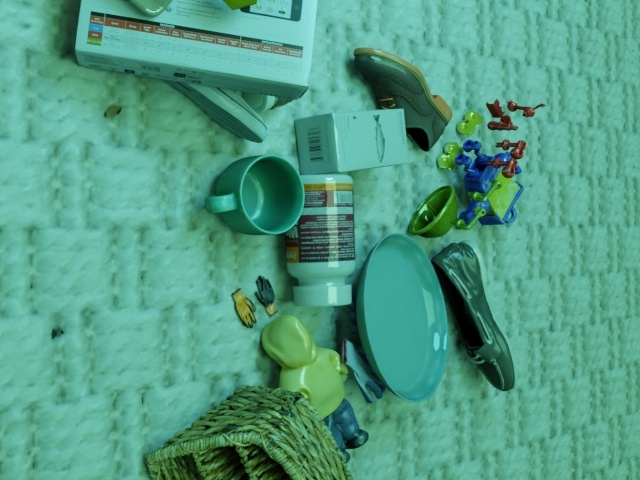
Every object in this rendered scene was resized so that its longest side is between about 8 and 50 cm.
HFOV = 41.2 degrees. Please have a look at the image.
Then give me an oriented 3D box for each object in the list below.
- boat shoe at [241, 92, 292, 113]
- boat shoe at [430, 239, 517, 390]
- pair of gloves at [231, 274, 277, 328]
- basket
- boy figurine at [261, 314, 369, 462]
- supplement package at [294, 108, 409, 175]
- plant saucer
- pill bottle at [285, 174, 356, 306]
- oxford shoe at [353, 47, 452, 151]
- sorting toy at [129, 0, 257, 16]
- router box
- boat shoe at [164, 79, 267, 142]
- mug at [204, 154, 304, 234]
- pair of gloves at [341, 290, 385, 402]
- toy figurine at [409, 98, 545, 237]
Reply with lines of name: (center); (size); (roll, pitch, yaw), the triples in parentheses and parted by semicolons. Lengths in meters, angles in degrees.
boat shoe: (-0.103, -0.365, 1.391); (0.091, 0.109, 0.305); (-22, 110, -40)
boat shoe: (0.309, 0.166, 1.754); (0.095, 0.112, 0.335); (-22, 99, -22)
pair of gloves: (-0.109, 0.104, 1.441); (0.083, 0.010, 0.074); (-32, 110, -38)
basket: (-0.088, 0.408, 1.323); (0.223, 0.213, 0.299); (-32, 110, -38)
boy figurine: (-0.020, 0.258, 1.465); (0.177, 0.092, 0.285); (-42, 115, -35)
supplement package: (0.058, -0.177, 1.527); (0.179, 0.105, 0.105); (-12, 97, -41)
plant saucer: (0.150, 0.145, 1.598); (0.317, 0.044, 0.317); (24, 60, -51)
pill bottle: (0.000, 0.000, 1.464); (0.121, 0.121, 0.221); (-2, 90, -41)
oxford shoe: (0.152, -0.267, 1.621); (0.271, 0.097, 0.098); (34, 74, -36)
sorting toy: (-0.199, -0.426, 1.163); (0.307, 0.041, 0.229); (40, 96, -10)
router box: (-0.169, -0.384, 1.246); (0.335, 0.082, 0.301); (8, 84, -12)
boat shoe: (-0.160, -0.243, 1.348); (0.226, 0.083, 0.076); (37, 73, -34)
mug: (-0.115, -0.078, 1.380); (0.158, 0.097, 0.129); (28, 72, -37)
pair of gloves: (0.084, 0.193, 1.549); (0.159, 0.023, 0.198); (47, 38, -44)
toy figurine: (0.357, -0.089, 1.744); (0.217, 0.191, 0.362); (50, 60, -35)
